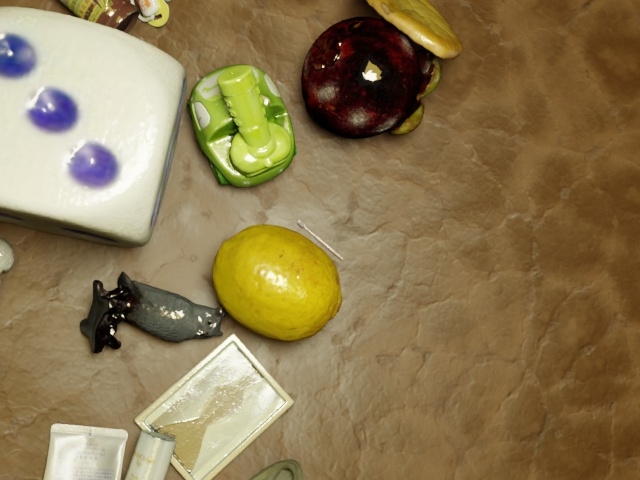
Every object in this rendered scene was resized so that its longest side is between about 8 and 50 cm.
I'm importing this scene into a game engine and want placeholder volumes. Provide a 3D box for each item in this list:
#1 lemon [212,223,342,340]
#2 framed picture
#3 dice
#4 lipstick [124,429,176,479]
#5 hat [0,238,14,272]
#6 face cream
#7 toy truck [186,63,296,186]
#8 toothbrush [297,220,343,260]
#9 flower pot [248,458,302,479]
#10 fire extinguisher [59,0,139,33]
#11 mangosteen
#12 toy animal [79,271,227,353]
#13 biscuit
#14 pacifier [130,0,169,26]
[{"bbox_3d":[-0.062,0.064,1.384,0.207,0.170,0.170,30,79,-6],"label":"lemon"},{"bbox_3d":[-0.162,0.264,1.421,0.203,0.015,0.150,-40,90,-12],"label":"framed picture"},{"bbox_3d":[-0.361,-0.150,1.292,0.304,0.304,0.276,12,81,-8],"label":"dice"},{"bbox_3d":[-0.278,0.412,1.353,0.059,0.059,0.263,19,84,-7],"label":"lipstick"},{"bbox_3d":[-0.514,0.063,1.352,0.112,0.094,0.162,48,70,-28],"label":"hat"},{"bbox_3d":[-0.357,0.387,1.359,0.114,0.070,0.224,8,69,-9],"label":"face cream"},{"bbox_3d":[-0.111,-0.173,1.399,0.148,0.210,0.187,-23,105,-12],"label":"toy truck"},{"bbox_3d":[0.000,0.000,1.485,0.097,0.008,0.006,40,92,-4],"label":"toothbrush"},{"bbox_3d":[-0.041,0.457,1.335,0.202,0.212,0.212,44,78,-12],"label":"flower pot"},{"bbox_3d":[-0.395,-0.420,1.452,0.252,0.106,0.075,41,117,-1],"label":"fire extinguisher"},{"bbox_3d":[0.070,-0.249,1.440,0.210,0.210,0.209,1,83,-9],"label":"mangosteen"},{"bbox_3d":[-0.251,0.108,1.407,0.210,0.121,0.117,6,37,-25],"label":"toy animal"},{"bbox_3d":[0.145,-0.356,1.452,0.203,0.260,0.041,25,116,-31],"label":"biscuit"},{"bbox_3d":[-0.266,-0.385,1.473,0.064,0.068,0.083,-37,111,-45],"label":"pacifier"}]
